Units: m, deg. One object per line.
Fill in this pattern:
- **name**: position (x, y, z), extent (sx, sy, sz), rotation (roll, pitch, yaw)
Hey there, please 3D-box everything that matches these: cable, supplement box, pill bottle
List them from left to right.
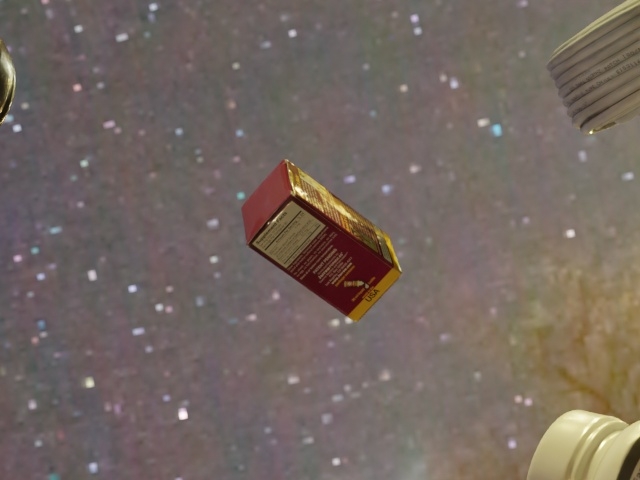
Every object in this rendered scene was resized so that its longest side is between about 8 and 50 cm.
- **supplement box**: position (0.000, 0.000, 0.837), extent (0.083, 0.043, 0.055), rotation (36, -163, -20)
- **cable**: position (0.314, -0.182, 1.228), extent (0.089, 0.257, 0.257), rotation (61, -162, 1)
- **pill bottle**: position (0.331, 0.246, 1.256), extent (0.161, 0.283, 0.161), rotation (-16, -68, -48)

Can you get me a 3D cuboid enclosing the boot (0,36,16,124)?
- **boot**: position (-0.342, -0.118, 0.743), extent (0.222, 0.338, 0.118), rotation (78, 176, -63)
